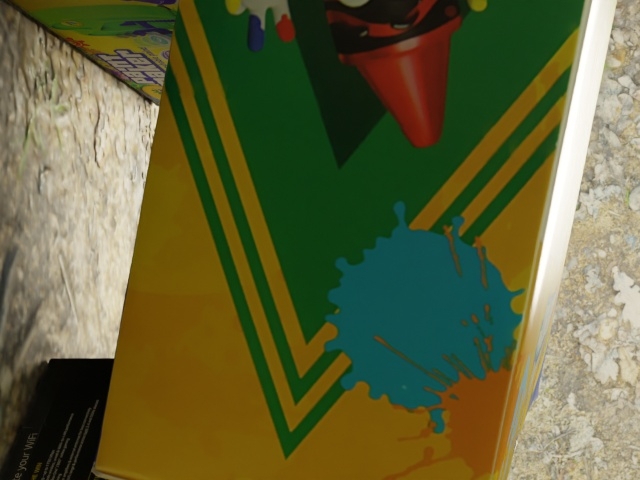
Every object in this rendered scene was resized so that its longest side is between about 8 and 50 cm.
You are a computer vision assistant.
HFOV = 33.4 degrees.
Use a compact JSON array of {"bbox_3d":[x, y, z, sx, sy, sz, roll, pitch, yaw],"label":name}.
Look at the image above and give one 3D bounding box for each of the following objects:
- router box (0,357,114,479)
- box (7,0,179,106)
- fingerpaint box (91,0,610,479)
[{"bbox_3d":[-0.109,0.143,0.587,0.179,0.133,0.046,-78,162,-46],"label":"router box"},{"bbox_3d":[-0.074,-0.257,0.698,0.290,0.177,0.279,29,62,-76],"label":"box"},{"bbox_3d":[0.066,-0.075,0.590,0.445,0.163,0.371,-2,103,-76],"label":"fingerpaint box"}]
